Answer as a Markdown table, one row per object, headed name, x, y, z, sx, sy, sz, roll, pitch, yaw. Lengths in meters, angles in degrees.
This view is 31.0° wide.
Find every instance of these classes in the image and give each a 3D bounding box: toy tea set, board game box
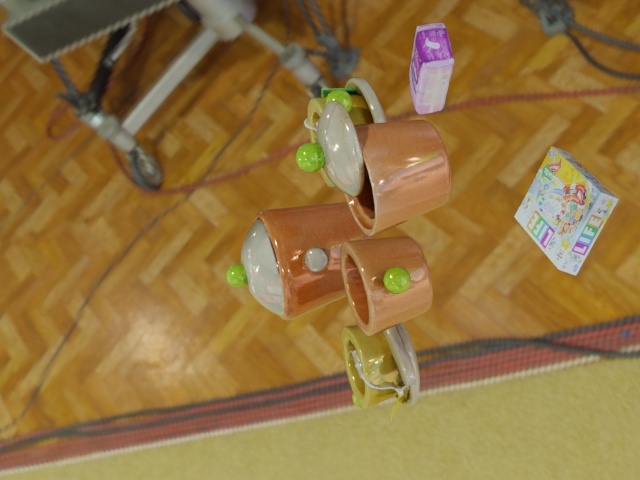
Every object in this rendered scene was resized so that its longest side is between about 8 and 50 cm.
| name | x | y | z | sx | sy | sz | roll | pitch | yaw |
| --- | --- | --- | --- | --- | --- | --- | --- | --- | --- |
| toy tea set | 0.000 | 0.000 | 0.878 | 0.124 | 0.336 | 0.200 | -14 | 55 | -13 |
| board game box | 0.291 | -0.038 | 1.384 | 0.103 | 0.026 | 0.154 | -65 | 20 | 18 |

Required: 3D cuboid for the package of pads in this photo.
| name | x | y | z | sx | sy | sz | roll | pitch | yaw |
| --- | --- | --- | --- | --- | --- | --- | --- | --- | --- |
| package of pads | 0.104 | -0.162 | 1.095 | 0.032 | 0.083 | 0.050 | -8 | 66 | -6 |
